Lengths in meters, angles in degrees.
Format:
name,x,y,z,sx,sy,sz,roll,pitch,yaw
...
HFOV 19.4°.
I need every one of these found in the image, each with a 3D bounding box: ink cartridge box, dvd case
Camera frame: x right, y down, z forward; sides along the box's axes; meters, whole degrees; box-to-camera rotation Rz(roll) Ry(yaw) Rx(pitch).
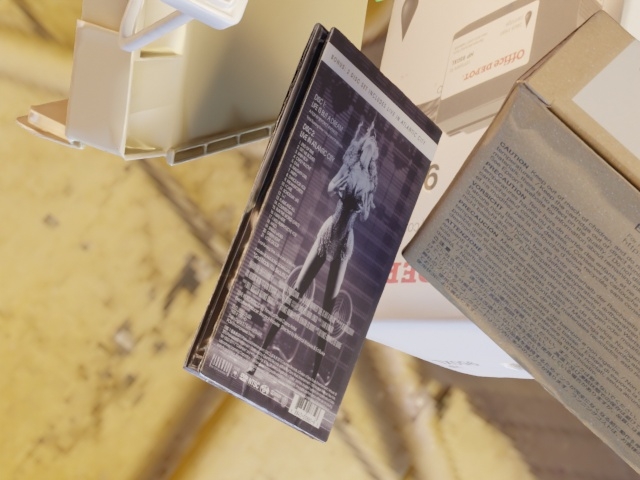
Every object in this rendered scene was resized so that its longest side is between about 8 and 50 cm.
name,x,y,z,sx,sy,sz,roll,pitch,yaw
ink cartridge box,0.182,0.017,1.046,0.234,0.088,0.193,43,145,7
ink cartridge box,0.183,-0.101,1.433,0.166,0.395,0.285,19,167,-33
dvd case,0.000,0.000,1.151,0.018,0.221,0.164,15,168,32

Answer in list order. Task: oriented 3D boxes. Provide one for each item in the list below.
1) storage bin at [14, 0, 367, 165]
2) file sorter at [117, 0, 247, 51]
name,x,y,z,sx,sy,sz,roll,pitch,yaw
storage bin,-0.072,-0.201,1.217,0.123,0.260,0.262,20,112,29
file sorter,-0.152,-0.229,0.852,0.277,0.193,0.173,25,168,-18
